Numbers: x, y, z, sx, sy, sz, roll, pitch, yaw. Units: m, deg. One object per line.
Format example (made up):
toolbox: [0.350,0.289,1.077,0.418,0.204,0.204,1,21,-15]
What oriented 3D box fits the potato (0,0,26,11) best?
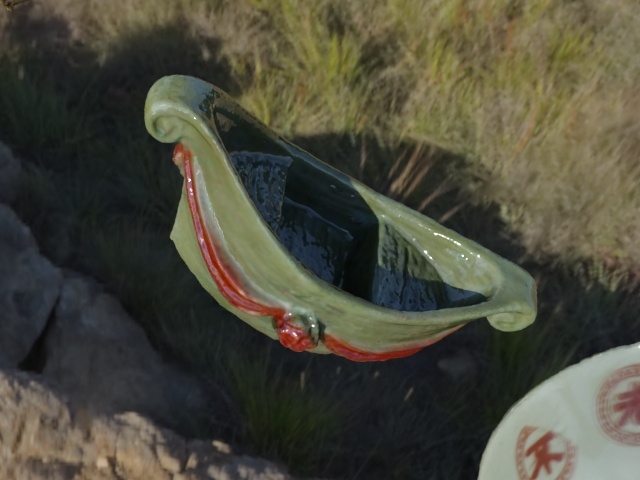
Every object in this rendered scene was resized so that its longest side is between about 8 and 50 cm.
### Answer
potato: [-0.342,-0.513,1.195,0.319,0.385,0.442,-31,104,-5]

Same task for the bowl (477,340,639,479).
bowl: [0.284,0.249,0.807,0.337,0.337,0.157,18,32,-2]

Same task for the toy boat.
toy boat: [0.000,0.001,0.436,0.185,0.071,0.089,29,42,-22]
